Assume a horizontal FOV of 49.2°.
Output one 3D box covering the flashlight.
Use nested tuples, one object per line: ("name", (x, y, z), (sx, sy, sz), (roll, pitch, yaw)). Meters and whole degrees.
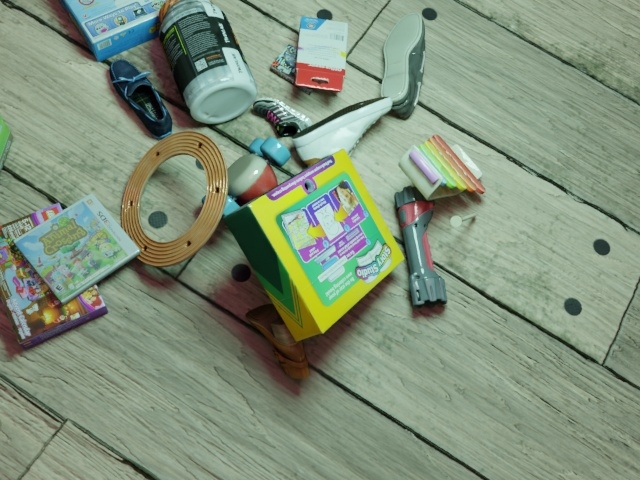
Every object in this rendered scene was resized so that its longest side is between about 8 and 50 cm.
("flashlight", (0.259, 0.015, 1.756), (0.103, 0.103, 0.304), (-15, 72, 17))

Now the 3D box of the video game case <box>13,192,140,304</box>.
("video game case", (-0.563, 0.015, 1.622), (0.212, 0.023, 0.193), (-37, 77, -24))

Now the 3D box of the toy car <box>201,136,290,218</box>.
("toy car", (-0.128, -0.096, 1.728), (0.238, 0.210, 0.219), (44, 81, -20))

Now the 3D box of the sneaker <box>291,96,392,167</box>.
("sneaker", (0.072, -0.281, 1.849), (0.290, 0.106, 0.123), (-28, 109, -8))

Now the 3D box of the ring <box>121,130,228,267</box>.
("ring", (-0.345, -0.098, 1.659), (0.337, 0.032, 0.336), (-10, 70, 30))

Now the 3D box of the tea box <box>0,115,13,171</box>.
("tea box", (-0.888, -0.196, 1.564), (0.220, 0.323, 0.329), (10, 68, -2))

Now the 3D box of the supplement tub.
("supplement tub", (-0.304, -0.483, 1.831), (0.194, 0.193, 0.316), (-19, 72, -14))

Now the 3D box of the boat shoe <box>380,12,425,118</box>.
("boat shoe", (0.239, -0.493, 1.974), (0.112, 0.095, 0.335), (-4, 58, 30))

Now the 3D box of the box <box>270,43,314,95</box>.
("box", (-0.059, -0.477, 1.950), (0.137, 0.027, 0.094), (33, 68, 6))

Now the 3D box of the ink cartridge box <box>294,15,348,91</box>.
("ink cartridge box", (0.000, -0.490, 1.905), (0.134, 0.078, 0.231), (7, 66, -5))

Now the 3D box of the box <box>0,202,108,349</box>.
("box", (-0.648, 0.078, 1.627), (0.201, 0.057, 0.293), (-25, 73, -17))

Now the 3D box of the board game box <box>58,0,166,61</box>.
("board game box", (-0.557, -0.688, 1.940), (0.308, 0.086, 0.302), (-30, 74, -18))

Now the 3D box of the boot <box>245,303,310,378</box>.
("boot", (-0.100, 0.235, 1.616), (0.073, 0.197, 0.152), (-28, 112, -22))

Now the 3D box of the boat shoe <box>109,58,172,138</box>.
("boat shoe", (-0.462, -0.389, 1.827), (0.109, 0.089, 0.258), (-39, 77, -20))

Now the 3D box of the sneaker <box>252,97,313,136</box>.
("sneaker", (-0.108, -0.320, 1.859), (0.170, 0.063, 0.074), (26, 61, -2))

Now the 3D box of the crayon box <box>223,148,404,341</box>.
("crayon box", (0.000, 0.000, 1.589), (0.363, 0.106, 0.313), (-36, 100, -45))

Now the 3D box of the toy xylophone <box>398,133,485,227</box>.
("toy xylophone", (0.322, -0.155, 1.770), (0.236, 0.081, 0.323), (49, 28, 7))
